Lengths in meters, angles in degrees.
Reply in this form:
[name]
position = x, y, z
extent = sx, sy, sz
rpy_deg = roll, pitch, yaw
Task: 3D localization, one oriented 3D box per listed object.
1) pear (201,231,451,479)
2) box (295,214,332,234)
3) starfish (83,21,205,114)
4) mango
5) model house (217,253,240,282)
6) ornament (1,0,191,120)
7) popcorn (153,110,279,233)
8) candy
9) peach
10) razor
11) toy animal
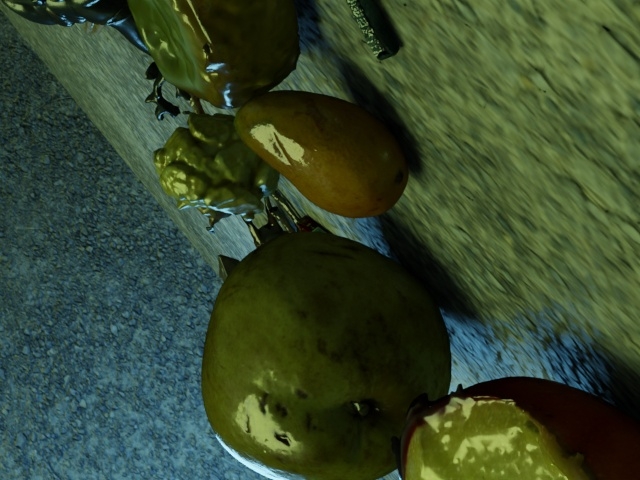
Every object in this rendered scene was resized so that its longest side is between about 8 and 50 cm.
[pear]
position = 0.011, 0.146, 1.048
extent = 0.304, 0.304, 0.304
rpy_deg = 49, 168, 14
[box]
position = 0.000, 0.000, 1.330
extent = 0.082, 0.023, 0.052
rpy_deg = 37, 160, 51
[starfish]
position = -0.278, -0.310, 1.184
extent = 0.398, 0.132, 0.384
rpy_deg = 23, 159, 14
[mango]
position = 0.006, -0.084, 0.816
extent = 0.165, 0.089, 0.115
rpy_deg = 38, 151, -22
[model house]
position = -0.146, 0.088, 1.749
extent = 0.176, 0.181, 0.248
rpy_deg = 41, 169, 43
[ornament]
position = -0.235, -0.230, 1.047
extent = 0.202, 0.080, 0.236
rpy_deg = 5, 155, 37
[popcorn]
position = -0.149, -0.095, 1.250
extent = 0.195, 0.168, 0.174
rpy_deg = 180, 80, -72
[candy]
position = -0.120, -0.244, 0.824
extent = 0.260, 0.118, 0.260
rpy_deg = 51, 167, 16
[peach]
position = 0.235, 0.249, 0.764
extent = 0.361, 0.201, 0.258
rpy_deg = -2, 88, 59
[razor]
position = 0.008, -0.213, 0.648
extent = 0.066, 0.033, 0.190
rpy_deg = -15, 125, 32
[toy animal]
position = -0.067, 0.019, 1.498
extent = 0.243, 0.087, 0.260
rpy_deg = 39, 160, 54
